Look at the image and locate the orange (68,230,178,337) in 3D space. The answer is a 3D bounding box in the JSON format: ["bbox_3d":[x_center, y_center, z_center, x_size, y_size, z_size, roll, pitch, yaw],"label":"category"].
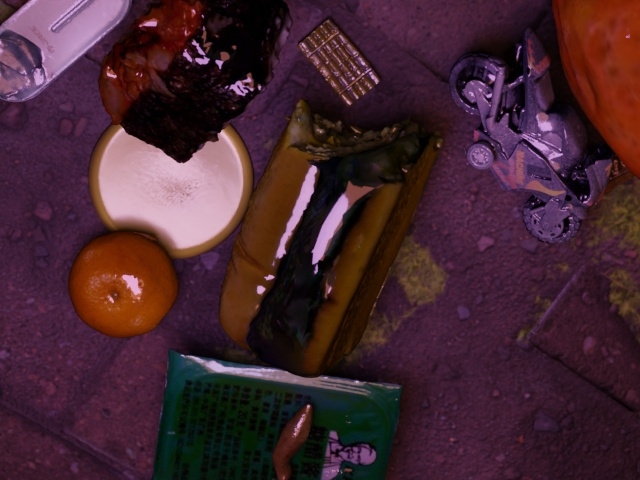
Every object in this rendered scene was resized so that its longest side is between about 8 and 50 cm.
[{"bbox_3d":[-0.275,0.061,1.945,0.155,0.134,0.154,1,98,6],"label":"orange"}]

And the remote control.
[{"bbox_3d":[-0.360,-0.286,1.882,0.247,0.052,0.104,-38,102,9],"label":"remote control"}]

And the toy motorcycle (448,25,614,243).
[{"bbox_3d":[0.297,-0.136,1.875,0.173,0.108,0.307,-18,110,38],"label":"toy motorcycle"}]

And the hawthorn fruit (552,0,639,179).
[{"bbox_3d":[0.511,-0.284,1.725,0.472,0.472,0.471,0,106,-1],"label":"hawthorn fruit"}]

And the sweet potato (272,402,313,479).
[{"bbox_3d":[-0.042,0.289,1.944,0.041,0.038,0.153,24,118,14],"label":"sweet potato"}]

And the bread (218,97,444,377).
[{"bbox_3d":[0.000,0.000,1.883,0.208,0.251,0.376,25,106,21],"label":"bread"}]

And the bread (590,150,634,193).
[{"bbox_3d":[0.385,-0.092,1.956,0.110,0.060,0.066,-29,134,8],"label":"bread"}]

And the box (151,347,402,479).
[{"bbox_3d":[-0.066,0.275,2.015,0.337,0.106,0.264,9,116,-5],"label":"box"}]

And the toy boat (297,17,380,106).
[{"bbox_3d":[0.026,-0.247,1.922,0.063,0.016,0.115,-39,104,10],"label":"toy boat"}]

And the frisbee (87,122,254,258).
[{"bbox_3d":[-0.212,-0.084,1.963,0.236,0.017,0.235,-1,106,-2],"label":"frisbee"}]

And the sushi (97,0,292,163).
[{"bbox_3d":[-0.169,-0.234,1.786,0.182,0.343,0.196,38,63,-14],"label":"sushi"}]
